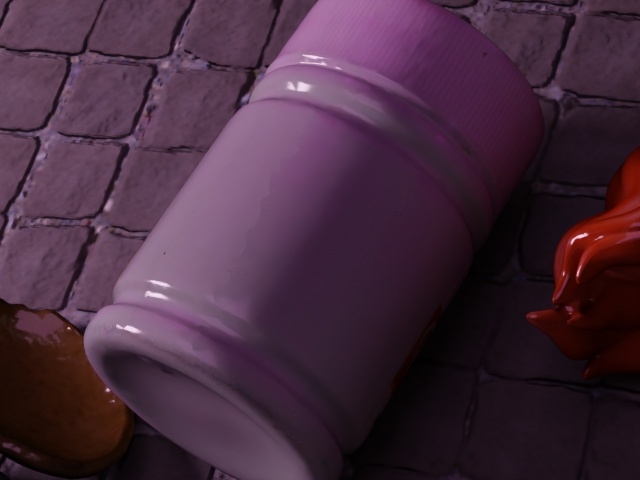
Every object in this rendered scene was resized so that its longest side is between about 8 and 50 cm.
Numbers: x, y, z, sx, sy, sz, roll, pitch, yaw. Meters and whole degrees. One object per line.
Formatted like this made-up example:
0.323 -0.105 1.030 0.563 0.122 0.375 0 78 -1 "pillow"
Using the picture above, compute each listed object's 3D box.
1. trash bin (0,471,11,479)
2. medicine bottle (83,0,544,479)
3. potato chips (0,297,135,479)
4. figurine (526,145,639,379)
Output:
-0.292 0.218 1.297 0.290 0.182 0.209 30 68 25 "trash bin"
0.000 0.000 1.340 0.202 0.202 0.316 22 66 28 "medicine bottle"
-0.218 0.111 1.399 0.150 0.049 0.201 -8 42 -47 "potato chips"
0.257 0.033 1.268 0.208 0.181 0.257 -47 44 18 "figurine"
